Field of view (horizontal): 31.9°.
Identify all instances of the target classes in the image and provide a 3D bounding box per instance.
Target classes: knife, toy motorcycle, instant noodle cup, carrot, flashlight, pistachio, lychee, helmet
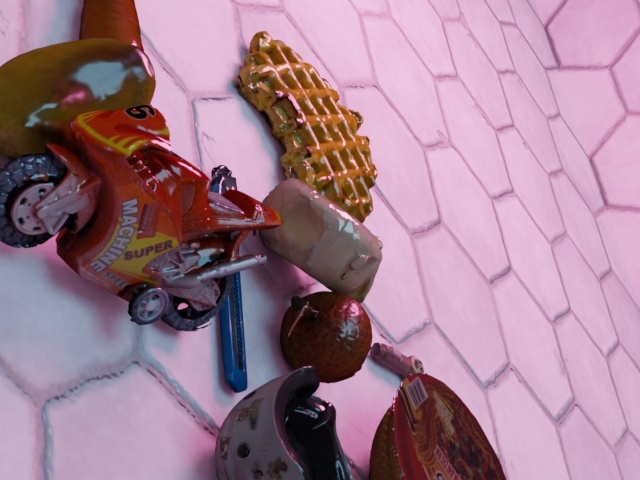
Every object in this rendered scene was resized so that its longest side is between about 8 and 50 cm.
[{"bbox_3d":[-0.096,0.031,1.201,0.044,0.026,0.296,49,27,-51],"label":"knife"},{"bbox_3d":[-0.157,-0.021,0.999,0.089,0.171,0.298,27,-5,40],"label":"toy motorcycle"},{"bbox_3d":[0.125,0.291,1.283,0.274,0.091,0.274,43,32,-36],"label":"instant noodle cup"},{"bbox_3d":[-0.228,-0.256,1.201,0.069,0.069,0.336,37,30,-42],"label":"carrot"},{"bbox_3d":[0.103,0.155,1.434,0.110,0.031,0.052,33,39,-45],"label":"flashlight"},{"bbox_3d":[-0.237,-0.123,1.013,0.110,0.100,0.189,40,49,14],"label":"pistachio"},{"bbox_3d":[0.007,0.101,1.219,0.114,0.101,0.140,-104,-171,-45],"label":"lychee"},{"bbox_3d":[-0.039,0.214,1.052,0.153,0.107,0.177,-88,161,-49],"label":"helmet"}]

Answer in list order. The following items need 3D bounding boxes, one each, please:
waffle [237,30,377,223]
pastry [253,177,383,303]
[{"bbox_3d":[-0.010,-0.146,1.489,0.291,0.051,0.291,44,29,-33],"label":"waffle"},{"bbox_3d":[0.000,0.000,1.282,0.166,0.088,0.166,38,0,0],"label":"pastry"}]
